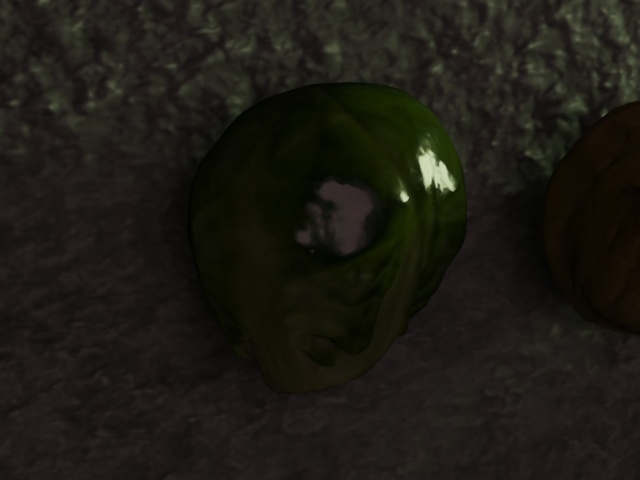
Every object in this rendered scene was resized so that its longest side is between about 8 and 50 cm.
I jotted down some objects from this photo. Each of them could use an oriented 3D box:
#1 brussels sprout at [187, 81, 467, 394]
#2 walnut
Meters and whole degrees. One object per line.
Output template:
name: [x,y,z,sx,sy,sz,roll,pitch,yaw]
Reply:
brussels sprout: [0.000,0.000,1.599,0.219,0.210,0.271,-8,107,-39]
walnut: [0.306,-0.015,1.684,0.228,0.228,0.228,-1,93,-18]
